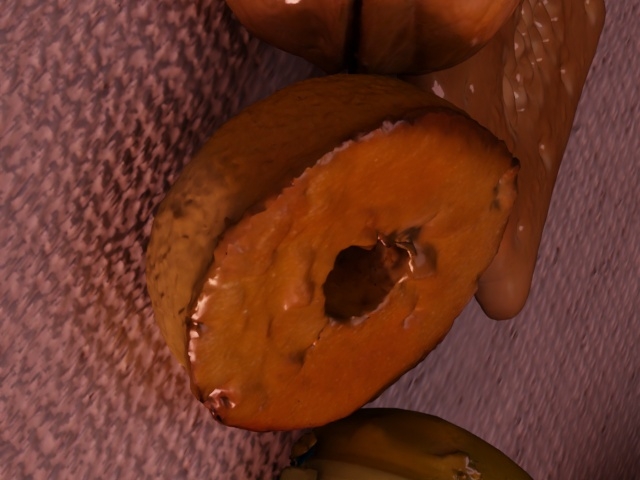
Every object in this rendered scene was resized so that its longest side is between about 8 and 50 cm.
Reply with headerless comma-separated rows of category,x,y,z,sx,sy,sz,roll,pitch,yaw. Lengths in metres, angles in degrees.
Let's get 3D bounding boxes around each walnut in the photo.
walnut,0.023,-0.147,0.705,0.144,0.144,0.180,-28,130,-50

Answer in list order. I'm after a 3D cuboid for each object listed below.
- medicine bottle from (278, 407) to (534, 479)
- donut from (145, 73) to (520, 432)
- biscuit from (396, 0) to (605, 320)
medicine bottle,0.015,0.191,0.774,0.124,0.124,0.238,40,62,-50
donut,0.000,0.000,0.719,0.162,0.065,0.178,-48,149,3
biscuit,0.098,-0.097,0.874,0.249,0.030,0.160,-67,144,-43
